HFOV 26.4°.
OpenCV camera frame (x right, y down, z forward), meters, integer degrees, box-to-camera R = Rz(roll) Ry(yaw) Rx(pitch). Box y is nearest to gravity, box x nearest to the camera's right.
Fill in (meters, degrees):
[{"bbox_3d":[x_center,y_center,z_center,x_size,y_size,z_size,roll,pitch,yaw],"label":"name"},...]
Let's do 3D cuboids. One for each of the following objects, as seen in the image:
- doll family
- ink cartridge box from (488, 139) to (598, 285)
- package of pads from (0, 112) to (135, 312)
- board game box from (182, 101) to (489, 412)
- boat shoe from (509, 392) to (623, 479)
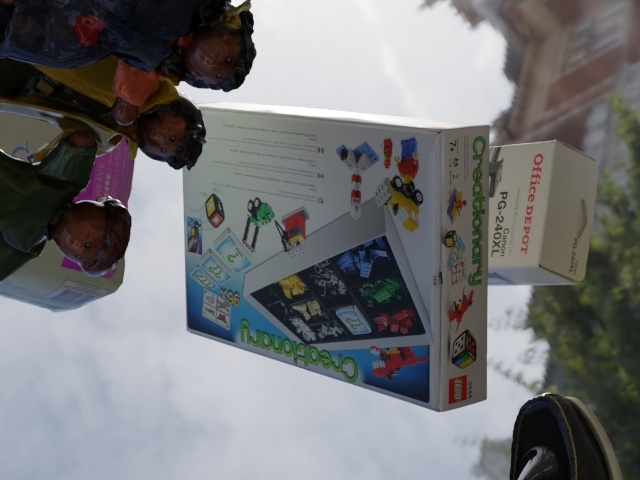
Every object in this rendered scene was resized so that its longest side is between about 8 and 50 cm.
[{"bbox_3d":[-0.060,-0.066,0.415,0.111,0.193,0.076,24,-140,-27],"label":"doll family"},{"bbox_3d":[0.148,-0.020,1.145,0.063,0.150,0.109,22,-107,-42],"label":"ink cartridge box"},{"bbox_3d":[-0.234,-0.118,0.929,0.229,0.101,0.297,18,-111,-41],"label":"package of pads"},{"bbox_3d":[0.000,0.000,1.024,0.053,0.305,0.193,-9,-77,-39],"label":"board game box"},{"bbox_3d":[0.143,0.191,0.869,0.079,0.084,0.233,28,-134,-24],"label":"boat shoe"}]
